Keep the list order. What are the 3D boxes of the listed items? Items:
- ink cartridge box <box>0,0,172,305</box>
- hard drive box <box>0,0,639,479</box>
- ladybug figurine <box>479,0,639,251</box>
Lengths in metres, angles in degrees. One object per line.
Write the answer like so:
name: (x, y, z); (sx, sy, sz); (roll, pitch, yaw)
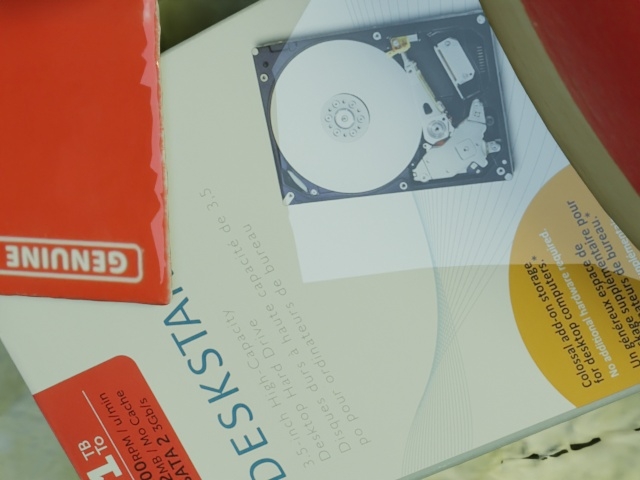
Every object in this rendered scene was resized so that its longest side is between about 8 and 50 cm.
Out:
ink cartridge box: (-0.188, -0.093, 0.473); (0.275, 0.060, 0.239); (3, 104, 13)
hard drive box: (0.000, 0.000, 0.533); (0.232, 0.089, 0.181); (-26, 99, 19)
ladybug figurine: (0.194, -0.116, 0.378); (0.305, 0.162, 0.449); (-32, 108, 2)
